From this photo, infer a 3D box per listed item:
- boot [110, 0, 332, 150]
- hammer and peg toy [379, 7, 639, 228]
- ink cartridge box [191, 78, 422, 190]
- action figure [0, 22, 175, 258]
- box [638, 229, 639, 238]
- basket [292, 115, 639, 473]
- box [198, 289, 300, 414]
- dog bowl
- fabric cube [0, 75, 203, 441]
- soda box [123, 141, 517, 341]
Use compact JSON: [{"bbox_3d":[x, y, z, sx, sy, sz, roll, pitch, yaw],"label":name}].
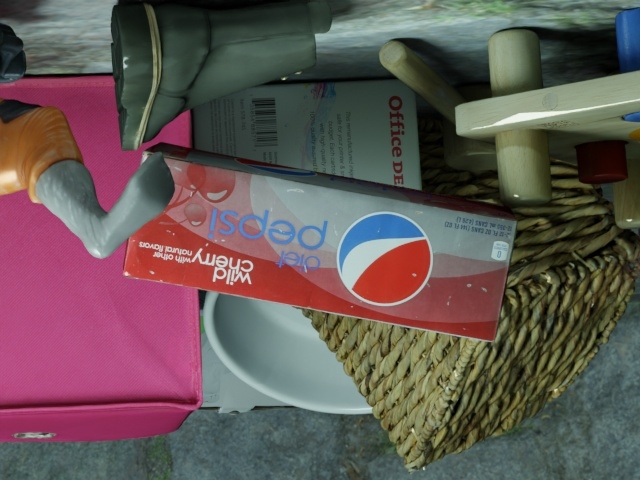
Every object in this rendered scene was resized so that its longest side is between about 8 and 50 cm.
[{"bbox_3d":[-0.070,-0.110,1.303,0.137,0.077,0.198,-7,174,-9],"label":"boot"},{"bbox_3d":[0.216,-0.081,1.404,0.361,0.127,0.266,-8,171,33],"label":"hammer and peg toy"},{"bbox_3d":[-0.012,-0.051,1.532,0.176,0.128,0.127,-2,173,-4],"label":"ink cartridge box"},{"bbox_3d":[-0.292,-0.064,1.084,0.341,0.178,0.330,8,-179,-36],"label":"action figure"},{"bbox_3d":[0.389,0.011,1.727,0.117,0.243,0.213,-10,169,41],"label":"box"},{"bbox_3d":[0.135,0.022,1.740,0.213,0.223,0.299,-22,152,-27],"label":"basket"},{"bbox_3d":[-0.147,0.089,2.175,0.262,0.127,0.231,6,-161,-47],"label":"box"},{"bbox_3d":[0.019,0.056,1.962,0.265,0.104,0.265,5,138,4],"label":"dog bowl"},{"bbox_3d":[-0.225,0.024,1.522,0.254,0.259,0.258,-1,172,-8],"label":"fabric cube"},{"bbox_3d":[0.000,0.000,1.359,0.263,0.092,0.083,11,-171,0],"label":"soda box"}]
